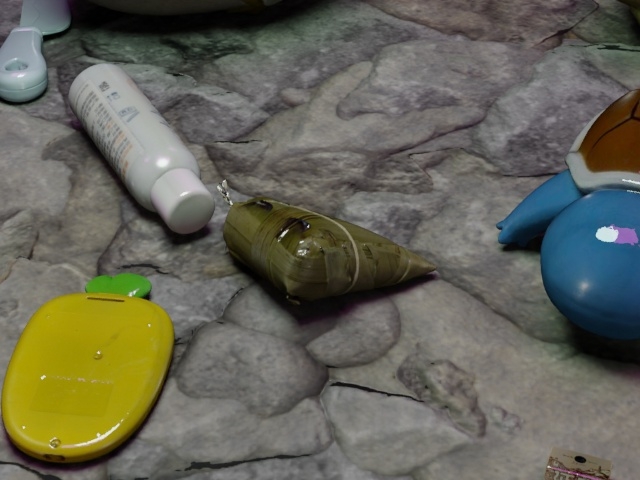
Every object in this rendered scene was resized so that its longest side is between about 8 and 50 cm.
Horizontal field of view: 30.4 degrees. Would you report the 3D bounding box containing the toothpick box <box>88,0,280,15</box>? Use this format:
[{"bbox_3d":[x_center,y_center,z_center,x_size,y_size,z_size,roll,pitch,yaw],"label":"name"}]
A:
[{"bbox_3d":[-0.147,-0.489,1.521,0.426,0.408,0.409,-8,41,-6],"label":"toothpick box"}]

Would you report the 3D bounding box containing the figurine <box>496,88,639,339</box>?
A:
[{"bbox_3d":[0.358,-0.057,1.177,0.298,0.243,0.416,27,67,16],"label":"figurine"}]

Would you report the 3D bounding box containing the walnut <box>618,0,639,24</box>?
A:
[{"bbox_3d":[0.489,-0.367,1.472,0.253,0.282,0.277,-23,18,40],"label":"walnut"}]

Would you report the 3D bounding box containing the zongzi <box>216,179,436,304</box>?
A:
[{"bbox_3d":[0.000,0.000,1.210,0.178,0.081,0.189,-1,21,-34],"label":"zongzi"}]

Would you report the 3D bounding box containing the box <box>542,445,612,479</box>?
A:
[{"bbox_3d":[0.208,0.213,0.975,0.053,0.024,0.083,12,44,14],"label":"box"}]

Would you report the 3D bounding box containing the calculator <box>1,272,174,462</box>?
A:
[{"bbox_3d":[-0.213,0.109,1.093,0.146,0.032,0.234,4,42,5],"label":"calculator"}]

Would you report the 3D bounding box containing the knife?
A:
[{"bbox_3d":[-0.371,-0.281,1.552,0.080,0.044,0.331,-2,37,-1],"label":"knife"}]

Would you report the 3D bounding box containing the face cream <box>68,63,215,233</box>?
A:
[{"bbox_3d":[-0.196,-0.100,1.302,0.082,0.082,0.269,-21,45,-22],"label":"face cream"}]
